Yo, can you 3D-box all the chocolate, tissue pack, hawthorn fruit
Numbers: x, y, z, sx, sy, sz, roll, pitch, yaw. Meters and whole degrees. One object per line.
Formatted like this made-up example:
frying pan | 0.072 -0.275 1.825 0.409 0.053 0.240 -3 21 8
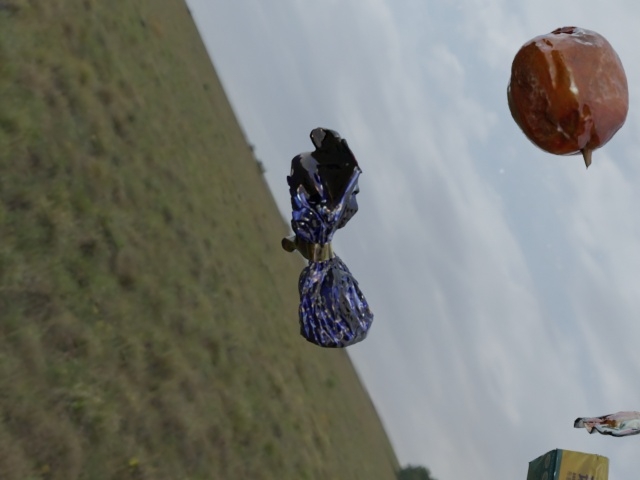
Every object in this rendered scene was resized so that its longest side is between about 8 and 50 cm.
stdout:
chocolate | 0.001 -0.005 1.536 0.126 0.148 0.344 -33 123 -52
tissue pack | 0.297 0.350 1.217 0.120 0.082 0.169 106 -1 -68
hawthorn fruit | 0.345 -0.204 1.362 0.179 0.173 0.173 49 -15 46

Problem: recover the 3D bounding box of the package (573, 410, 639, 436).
package | 0.504 0.291 1.562 0.232 0.166 0.040 97 -8 -83
